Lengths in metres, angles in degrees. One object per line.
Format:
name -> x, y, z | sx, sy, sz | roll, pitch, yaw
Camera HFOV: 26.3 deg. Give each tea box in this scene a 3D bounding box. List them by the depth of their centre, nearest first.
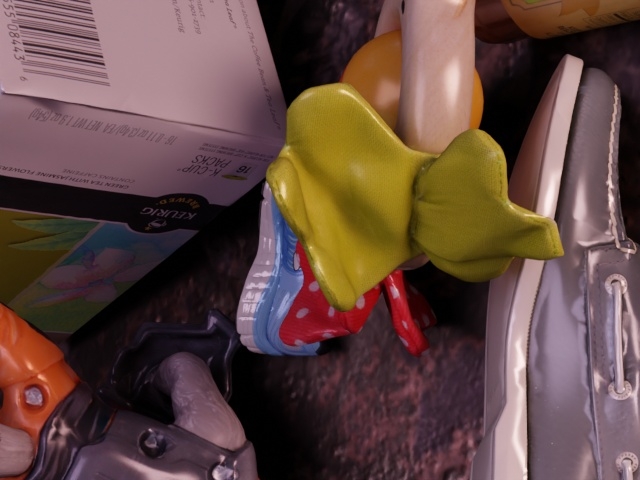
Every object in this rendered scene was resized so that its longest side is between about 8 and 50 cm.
tea box -> -0.227, -0.136, 0.942 | 0.323, 0.220, 0.329 | -38, 58, 40

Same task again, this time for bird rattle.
bird rattle -> 0.053, -0.042, 0.749 | 0.143, 0.253, 0.207 | 7, 82, 2

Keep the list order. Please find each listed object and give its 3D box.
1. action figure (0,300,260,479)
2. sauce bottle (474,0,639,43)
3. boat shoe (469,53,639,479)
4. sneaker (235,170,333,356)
action figure -> -0.168, 0.181, 0.820 | 0.178, 0.330, 0.341 | 0, 70, 70
sauce bottle -> 0.226, -0.183, 0.702 | 0.344, 0.111, 0.111 | -9, 77, 37
boat shoe -> 0.144, 0.055, 0.747 | 0.099, 0.116, 0.319 | 9, 74, -1
sneaker -> 0.000, 0.000, 0.892 | 0.073, 0.063, 0.162 | 14, 96, 22
